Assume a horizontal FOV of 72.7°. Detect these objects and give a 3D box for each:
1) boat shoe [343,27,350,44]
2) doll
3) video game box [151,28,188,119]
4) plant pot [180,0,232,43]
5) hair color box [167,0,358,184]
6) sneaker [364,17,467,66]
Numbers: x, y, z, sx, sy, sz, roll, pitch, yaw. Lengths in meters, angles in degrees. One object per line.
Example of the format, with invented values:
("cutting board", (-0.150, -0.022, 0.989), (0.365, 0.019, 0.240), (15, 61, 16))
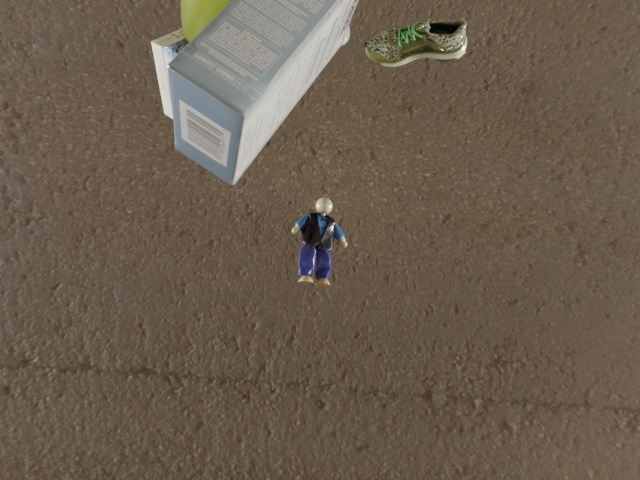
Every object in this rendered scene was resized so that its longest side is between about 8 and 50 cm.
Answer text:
("boat shoe", (-0.036, -0.675, 1.404), (0.104, 0.306, 0.113), (18, 125, 38))
("doll", (0.000, 0.000, 0.930), (0.128, 0.046, 0.189), (10, 76, -18))
("video game box", (-0.340, -0.446, 1.139), (0.048, 0.187, 0.205), (30, 143, 15))
("plant pot", (-0.195, -0.538, 0.963), (0.274, 0.293, 0.275), (8, 77, -34))
("hair color box", (-0.067, -0.286, 0.656), (0.113, 0.185, 0.375), (33, 65, -2))
("sneaker", (0.371, -0.793, 1.674), (0.409, 0.182, 0.158), (-4, 77, 5))
